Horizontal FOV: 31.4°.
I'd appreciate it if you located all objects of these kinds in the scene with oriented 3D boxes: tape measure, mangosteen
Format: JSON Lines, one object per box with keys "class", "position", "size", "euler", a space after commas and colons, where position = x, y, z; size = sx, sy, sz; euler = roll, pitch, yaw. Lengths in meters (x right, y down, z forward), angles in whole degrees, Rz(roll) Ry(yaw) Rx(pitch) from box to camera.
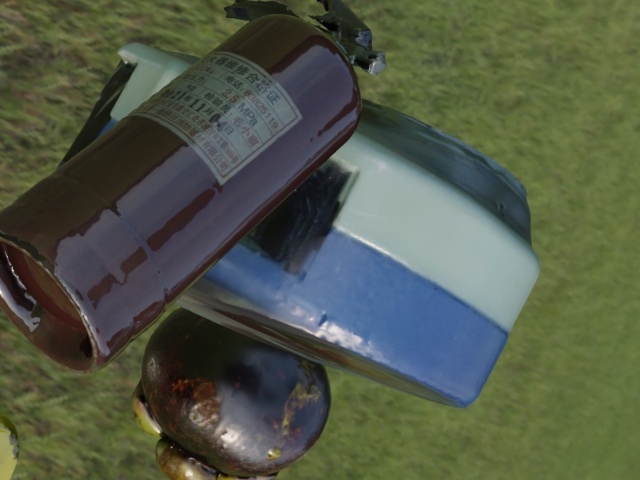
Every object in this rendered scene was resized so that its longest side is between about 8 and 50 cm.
{"class": "tape measure", "position": [-0.001, -0.002, 0.714], "size": [0.259, 0.262, 0.138], "euler": [31, 78, -52]}
{"class": "mangosteen", "position": [-0.095, 0.166, 1.111], "size": [0.217, 0.192, 0.192], "euler": [-61, 161, 8]}

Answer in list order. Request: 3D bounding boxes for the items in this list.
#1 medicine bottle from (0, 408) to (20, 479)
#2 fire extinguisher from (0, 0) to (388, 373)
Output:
{"class": "medicine bottle", "position": [-0.350, 0.133, 0.909], "size": [0.122, 0.212, 0.122], "euler": [-41, 150, -29]}
{"class": "fire extinguisher", "position": [-0.050, -0.049, 0.493], "size": [0.231, 0.099, 0.071], "euler": [-47, 149, -33]}
